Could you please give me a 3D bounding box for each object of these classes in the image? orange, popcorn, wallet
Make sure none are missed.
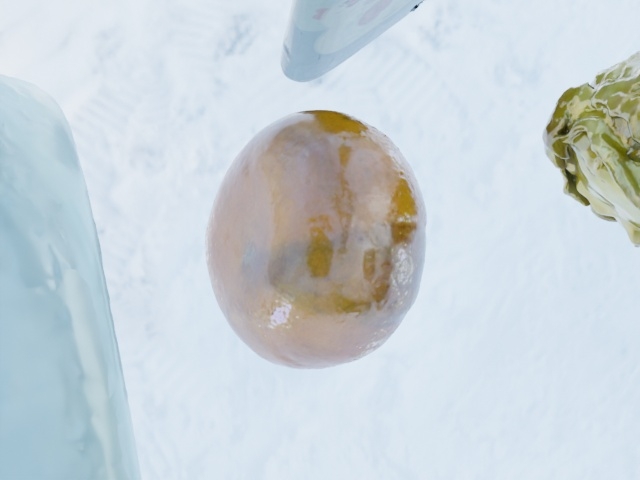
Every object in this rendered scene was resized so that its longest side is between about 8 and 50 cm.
[{"bbox_3d":[0.000,0.000,1.062,0.171,0.240,0.240,4,57,-36],"label":"orange"},{"bbox_3d":[0.331,-0.076,1.060,0.250,0.250,0.190,28,96,14],"label":"popcorn"},{"bbox_3d":[0.071,-0.306,1.187,0.252,0.360,0.083,-37,83,-15],"label":"wallet"}]

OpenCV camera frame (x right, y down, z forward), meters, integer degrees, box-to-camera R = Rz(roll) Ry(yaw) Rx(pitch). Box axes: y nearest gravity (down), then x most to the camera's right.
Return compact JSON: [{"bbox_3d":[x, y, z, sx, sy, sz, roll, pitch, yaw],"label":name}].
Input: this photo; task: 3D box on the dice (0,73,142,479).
[{"bbox_3d":[-0.210,0.088,0.433,0.265,0.262,0.268,-8,86,-16],"label":"dice"}]
